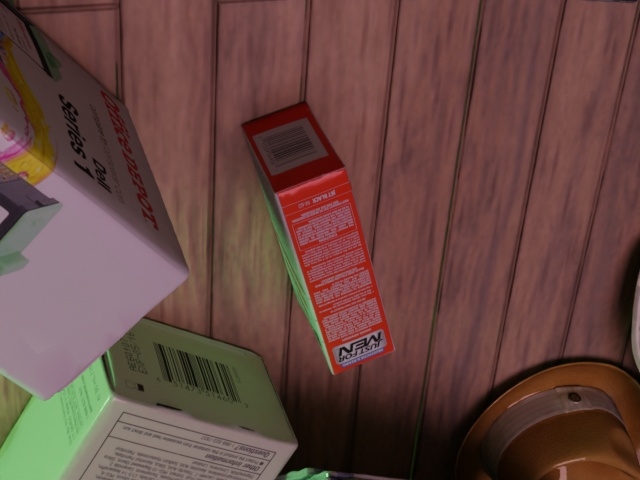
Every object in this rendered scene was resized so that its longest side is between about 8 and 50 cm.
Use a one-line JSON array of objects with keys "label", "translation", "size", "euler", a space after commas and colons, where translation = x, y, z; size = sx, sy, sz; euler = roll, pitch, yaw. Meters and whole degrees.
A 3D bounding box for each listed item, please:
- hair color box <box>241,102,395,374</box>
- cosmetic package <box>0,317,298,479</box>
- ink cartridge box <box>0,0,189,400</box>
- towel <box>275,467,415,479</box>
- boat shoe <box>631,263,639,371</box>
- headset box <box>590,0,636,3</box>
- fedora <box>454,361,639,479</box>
[{"label": "hair color box", "translation": [0.000, 0.000, 0.860], "size": [0.053, 0.093, 0.167], "euler": [-20, 129, -6]}, {"label": "cosmetic package", "translation": [-0.170, 0.214, 0.934], "size": [0.160, 0.113, 0.309], "euler": [22, 114, -31]}, {"label": "ink cartridge box", "translation": [-0.216, -0.071, 0.658], "size": [0.117, 0.201, 0.278], "euler": [-40, 128, 9]}, {"label": "towel", "translation": [0.055, 0.228, 1.002], "size": [0.285, 0.034, 0.209], "euler": [16, 156, -32]}, {"label": "boat shoe", "translation": [0.307, 0.091, 1.058], "size": [0.084, 0.079, 0.233], "euler": [-11, 114, 8]}, {"label": "headset box", "translation": [0.085, -0.259, 0.582], "size": [0.110, 0.293, 0.218], "euler": [-1, 124, -21]}, {"label": "fedora", "translation": [0.218, 0.197, 1.089], "size": [0.194, 0.079, 0.194], "euler": [-11, 127, -15]}]
